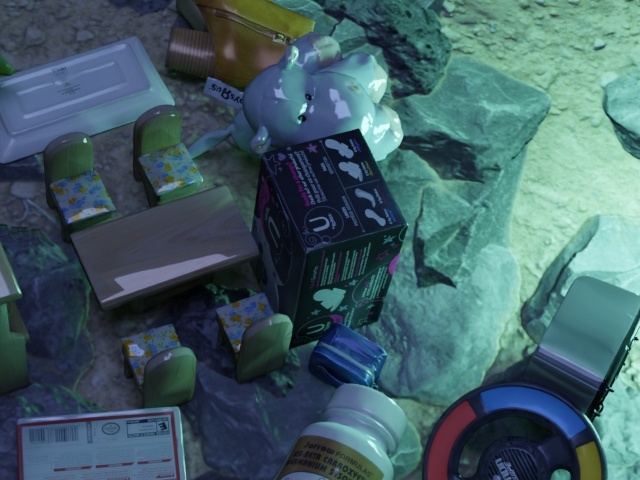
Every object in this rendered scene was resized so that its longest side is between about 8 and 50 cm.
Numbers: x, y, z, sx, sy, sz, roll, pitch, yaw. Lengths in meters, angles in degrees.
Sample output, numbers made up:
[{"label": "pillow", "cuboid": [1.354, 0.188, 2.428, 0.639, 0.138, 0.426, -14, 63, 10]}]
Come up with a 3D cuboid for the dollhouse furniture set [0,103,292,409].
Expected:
[{"label": "dollhouse furniture set", "cuboid": [-0.275, 0.017, 1.868, 0.394, 0.256, 0.362, -19, 63, -18]}]

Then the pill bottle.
[{"label": "pill bottle", "cuboid": [0.015, 0.294, 1.808, 0.131, 0.131, 0.229, 25, 58, 8]}]

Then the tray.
[{"label": "tray", "cuboid": [-0.359, -0.212, 2.135, 0.270, 0.030, 0.145, -21, 62, -19]}]

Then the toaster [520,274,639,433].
[{"label": "toaster", "cuboid": [0.333, 0.161, 1.917, 0.110, 0.168, 0.186, 27, 57, 12]}]

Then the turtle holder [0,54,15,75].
[{"label": "turtle holder", "cuboid": [-0.604, -0.263, 2.013, 0.320, 0.243, 0.227, 42, 79, 7]}]

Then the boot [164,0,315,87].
[{"label": "boot", "cuboid": [-0.112, -0.351, 2.225, 0.211, 0.104, 0.295, 10, 62, -8]}]

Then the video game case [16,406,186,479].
[{"label": "video game case", "cuboid": [-0.259, 0.340, 1.788, 0.204, 0.025, 0.285, -3, 59, -10]}]

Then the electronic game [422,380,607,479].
[{"label": "electronic game", "cuboid": [0.240, 0.289, 1.840, 0.229, 0.048, 0.229, -1, 84, 11]}]

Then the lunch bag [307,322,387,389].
[{"label": "lunch bag", "cuboid": [0.036, 0.163, 1.931, 0.098, 0.067, 0.065, 31, 59, 10]}]

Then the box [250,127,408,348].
[{"label": "box", "cuboid": [0.000, 0.000, 1.921, 0.142, 0.247, 0.163, -16, 61, -18]}]

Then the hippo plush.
[{"label": "hippo plush", "cuboid": [-0.024, -0.197, 2.014, 0.294, 0.236, 0.234, 18, 80, 1]}]
